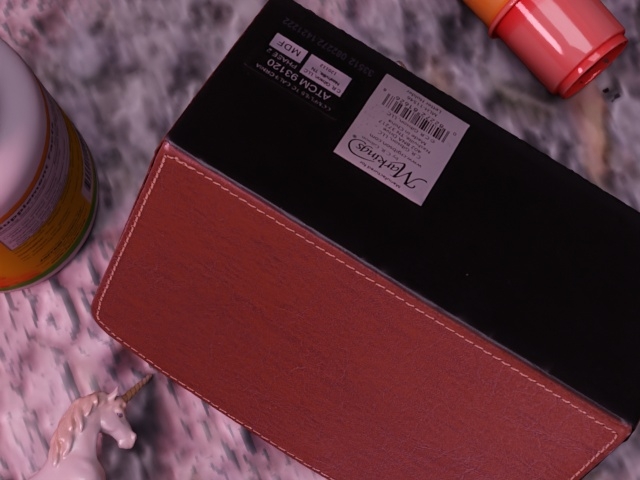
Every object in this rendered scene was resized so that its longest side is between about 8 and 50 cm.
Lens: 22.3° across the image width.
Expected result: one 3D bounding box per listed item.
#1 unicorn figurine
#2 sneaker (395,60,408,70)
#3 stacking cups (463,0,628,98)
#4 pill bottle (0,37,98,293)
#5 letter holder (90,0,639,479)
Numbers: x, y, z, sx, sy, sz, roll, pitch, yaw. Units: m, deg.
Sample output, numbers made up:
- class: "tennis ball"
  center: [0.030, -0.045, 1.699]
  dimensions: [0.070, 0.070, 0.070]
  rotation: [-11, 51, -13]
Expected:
- class: "unicorn figurine"
  center: [-0.161, 0.165, 1.024]
  dimensions: [0.162, 0.060, 0.111]
  rotation: [-26, 78, -2]
- class: "sneaker"
  center: [0.048, -0.056, 1.066]
  dimensions: [0.067, 0.042, 0.118]
  rotation: [-24, 70, -5]
- class: "stacking cups"
  center: [0.078, -0.227, 1.088]
  dimensions: [0.096, 0.096, 0.316]
  rotation: [-38, 83, -4]
- class: "pill bottle"
  center: [-0.224, -0.055, 0.981]
  dimensions: [0.136, 0.245, 0.136]
  rotation: [-1, 77, 4]
- class: "letter holder"
  center: [0.037, 0.033, 0.996]
  dimensions: [0.302, 0.214, 0.152]
  rotation: [32, 50, 0]
